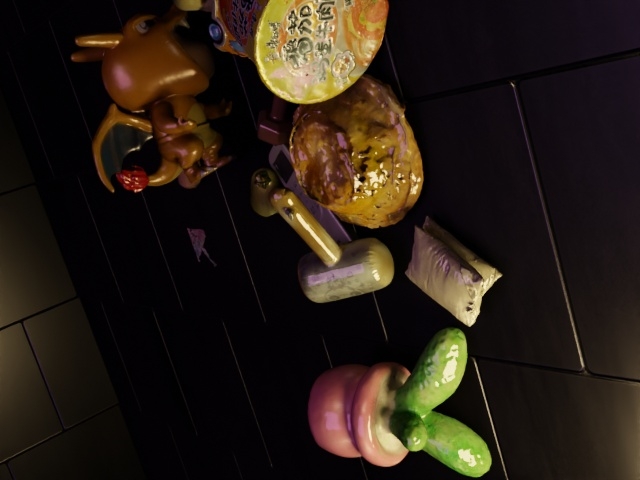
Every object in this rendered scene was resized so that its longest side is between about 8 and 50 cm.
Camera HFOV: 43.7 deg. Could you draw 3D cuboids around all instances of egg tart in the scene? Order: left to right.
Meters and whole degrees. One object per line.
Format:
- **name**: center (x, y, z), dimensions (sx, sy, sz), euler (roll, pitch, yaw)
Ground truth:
- **egg tart**: center (0.041, -0.165, 1.514), dimensions (0.341, 0.129, 0.341), euler (32, 133, 42)

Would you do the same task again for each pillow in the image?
- **pillow**: center (0.227, 0.056, 1.439), dimensions (0.181, 0.078, 0.134), euler (43, 141, 32)

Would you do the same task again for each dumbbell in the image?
- **dumbbell**: center (-0.076, -0.300, 1.617), dimensions (0.092, 0.082, 0.231), euler (-96, 14, -45)

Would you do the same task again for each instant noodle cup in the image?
- **instant noodle cup**: center (-0.047, -0.395, 1.385), dimensions (0.200, 0.264, 0.264), euler (46, 143, 40)

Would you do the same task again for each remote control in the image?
- **remote control**: center (-0.014, -0.087, 1.717), dimensions (0.309, 0.038, 0.090), euler (56, 145, 15)

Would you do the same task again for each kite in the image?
- **kite**: center (-0.338, 0.018, 2.263), dimensions (0.156, 0.011, 0.139), euler (50, 146, 23)

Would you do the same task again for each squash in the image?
- **squash**: center (-0.121, -0.123, 1.814), dimensions (0.200, 0.075, 0.090), euler (108, 151, -73)

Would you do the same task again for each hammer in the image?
- **hammer**: center (0.000, 0.000, 1.551), dimensions (0.202, 0.113, 0.305), euler (-18, 132, 26)

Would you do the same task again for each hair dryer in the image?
- **hair dryer**: center (-0.376, -0.227, 2.121), dimensions (0.181, 0.064, 0.117), euler (46, 147, 41)

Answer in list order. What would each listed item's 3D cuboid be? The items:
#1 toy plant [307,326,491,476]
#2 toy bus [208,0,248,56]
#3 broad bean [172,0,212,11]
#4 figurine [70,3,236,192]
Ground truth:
- **toy plant**: center (0.148, 0.329, 1.615), dimensions (0.356, 0.210, 0.317), euler (-3, 106, 42)
- **toy bus**: center (-0.133, -0.458, 1.572), dimensions (0.136, 0.126, 0.209), euler (33, 135, 27)
- **broad bean**: center (-0.280, -0.578, 1.646), dimensions (0.263, 0.121, 0.189), euler (54, 150, 36)
- **figurine**: center (-0.371, -0.307, 1.808), dimensions (0.268, 0.401, 0.387), euler (-19, 101, 37)
